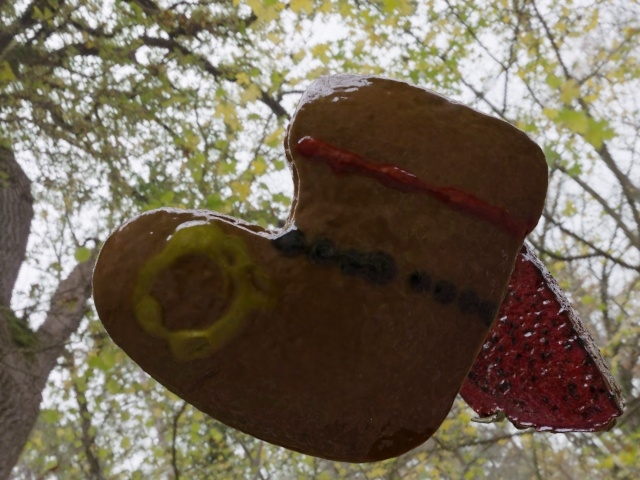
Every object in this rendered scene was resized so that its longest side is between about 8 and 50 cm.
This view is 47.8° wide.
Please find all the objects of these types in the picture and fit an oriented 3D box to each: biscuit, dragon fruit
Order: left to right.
[{"bbox_3d":[0.000,0.000,0.497,0.277,0.262,0.052,-61,-5,-8],"label":"biscuit"},{"bbox_3d":[0.307,0.176,1.097,0.205,0.317,0.152,-34,-33,21],"label":"dragon fruit"}]
